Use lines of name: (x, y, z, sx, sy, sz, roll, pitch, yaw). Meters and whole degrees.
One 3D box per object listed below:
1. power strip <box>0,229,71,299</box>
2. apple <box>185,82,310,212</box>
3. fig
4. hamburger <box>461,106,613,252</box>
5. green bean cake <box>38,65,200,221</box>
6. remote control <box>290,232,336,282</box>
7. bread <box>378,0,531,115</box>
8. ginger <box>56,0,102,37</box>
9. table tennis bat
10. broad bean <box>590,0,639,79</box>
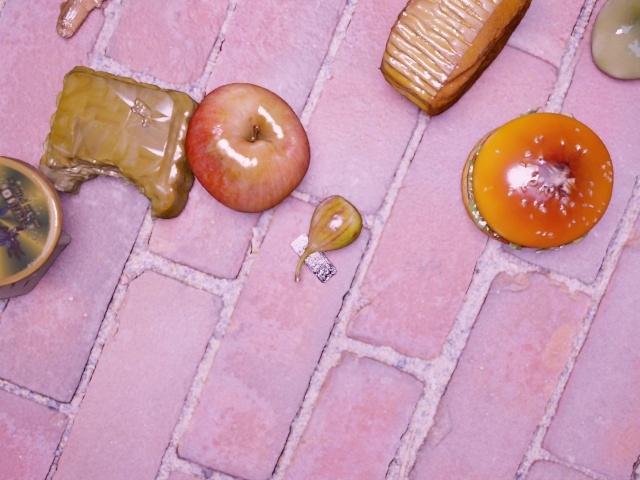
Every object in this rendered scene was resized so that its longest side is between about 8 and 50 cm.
power strip: (-0.585, -0.018, 0.796, 0.224, 0.139, 0.140, 40, 93, 0)
apple: (-0.119, -0.150, 0.768, 0.209, 0.164, 0.210, 3, 80, -19)
fig: (0.012, 0.001, 0.796, 0.093, 0.093, 0.166, 30, 75, 0)
hamburger: (0.361, -0.099, 0.757, 0.245, 0.170, 0.246, 0, 92, 4)
green bean cake: (-0.337, -0.164, 0.794, 0.236, 0.124, 0.233, 14, 92, 0)
remote control: (-0.012, 0.032, 0.846, 0.039, 0.014, 0.096, -40, 91, -2)
bread: (0.215, -0.330, 0.725, 0.142, 0.227, 0.253, 36, 92, 8)
ginger: (-0.432, -0.427, 0.832, 0.057, 0.044, 0.137, 42, 94, -18)
table tennis bat: (-0.553, -0.004, 0.708, 0.320, 0.050, 0.199, -26, 92, -3)
broad bean: (0.572, -0.379, 0.782, 0.169, 0.100, 0.228, 37, 94, 7)
